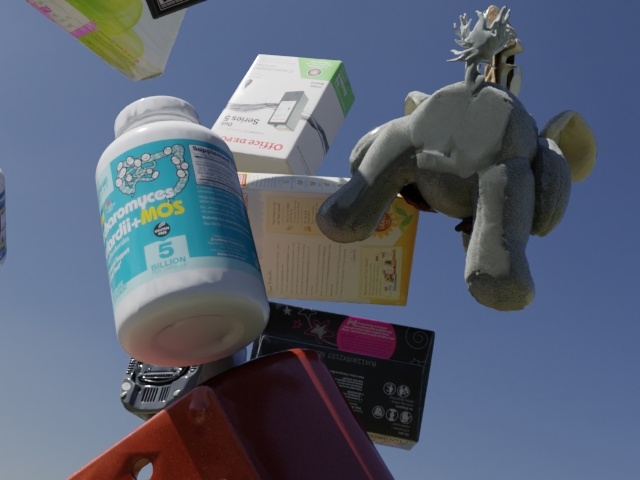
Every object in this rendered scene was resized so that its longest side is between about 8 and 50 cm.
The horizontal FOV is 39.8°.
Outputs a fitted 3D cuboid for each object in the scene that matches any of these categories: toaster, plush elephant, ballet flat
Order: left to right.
[{"bbox_3d":[-0.193,0.185,1.308,0.129,0.227,0.146,-6,-39,23],"label":"toaster"},{"bbox_3d":[0.192,-0.084,1.081,0.272,0.329,0.255,15,-6,29],"label":"plush elephant"},{"bbox_3d":[0.304,-0.292,1.456,0.073,0.206,0.067,8,-9,-42],"label":"ballet flat"}]

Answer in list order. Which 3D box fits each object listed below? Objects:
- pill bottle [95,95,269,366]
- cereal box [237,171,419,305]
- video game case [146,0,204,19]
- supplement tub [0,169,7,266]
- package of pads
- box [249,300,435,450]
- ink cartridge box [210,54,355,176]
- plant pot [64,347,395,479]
[{"bbox_3d":[-0.146,-0.018,0.891,0.146,0.264,0.146,-12,-31,-7],"label":"pill bottle"},{"bbox_3d":[0.000,0.000,1.136,0.240,0.047,0.173,4,-55,0],"label":"cereal box"},{"bbox_3d":[-0.178,-0.510,1.374,0.035,0.275,0.248,-139,-153,-70],"label":"video game case"},{"bbox_3d":[-0.578,-0.050,1.411,0.144,0.144,0.199,12,-61,4],"label":"supplement tub"},{"bbox_3d":[-0.377,-0.452,1.588,0.101,0.229,0.296,-5,-30,41],"label":"package of pads"},{"bbox_3d":[0.026,0.198,1.270,0.247,0.163,0.142,10,-17,5],"label":"box"},{"bbox_3d":[-0.080,-0.231,1.746,0.198,0.272,0.114,10,-34,26],"label":"ink cartridge box"},{"bbox_3d":[-0.087,0.264,0.836,0.267,0.267,0.236,-36,-23,8],"label":"plant pot"}]
